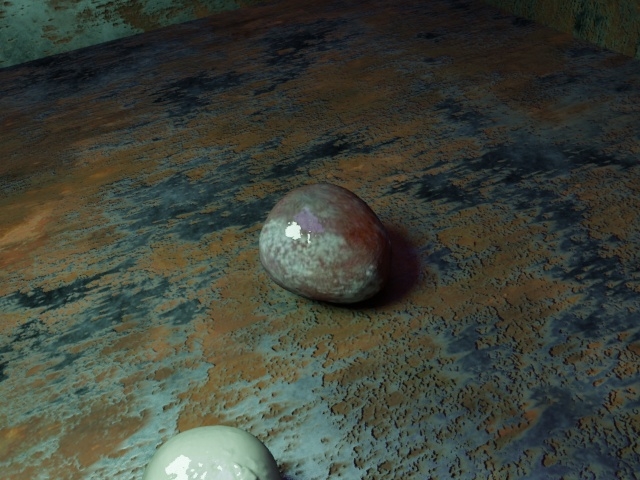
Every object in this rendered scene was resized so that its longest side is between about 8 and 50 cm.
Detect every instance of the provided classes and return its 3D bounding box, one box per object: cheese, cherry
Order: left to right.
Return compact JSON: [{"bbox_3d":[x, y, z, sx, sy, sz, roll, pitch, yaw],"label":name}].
[{"bbox_3d":[-0.134,0.330,0.661,0.198,0.154,0.189,-7,59,-1],"label":"cheese"},{"bbox_3d":[0.000,0.000,0.989,0.285,0.213,0.236,32,62,27],"label":"cherry"}]
